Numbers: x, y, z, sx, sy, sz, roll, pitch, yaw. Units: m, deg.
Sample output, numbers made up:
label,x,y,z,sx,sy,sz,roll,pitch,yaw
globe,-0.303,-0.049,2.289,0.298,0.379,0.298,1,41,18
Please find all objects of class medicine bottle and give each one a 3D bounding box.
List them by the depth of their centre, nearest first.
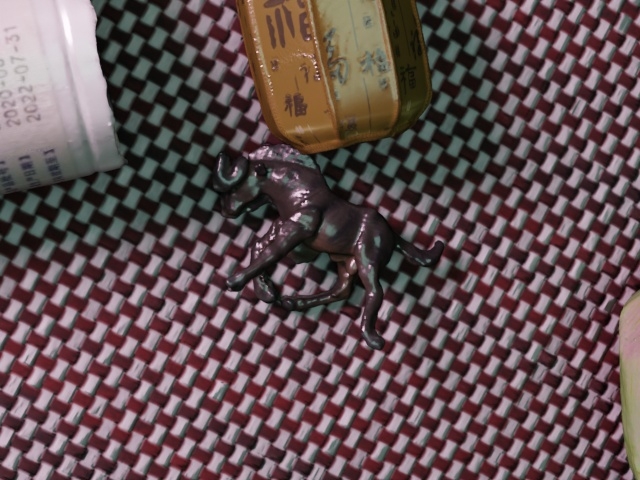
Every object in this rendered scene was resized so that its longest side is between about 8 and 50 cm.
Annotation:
label,x,y,z,sx,sy,sz,roll,pitch,yaw
medicine bottle,-0.339,-0.117,0.967,0.332,0.190,0.189,-12,98,-9

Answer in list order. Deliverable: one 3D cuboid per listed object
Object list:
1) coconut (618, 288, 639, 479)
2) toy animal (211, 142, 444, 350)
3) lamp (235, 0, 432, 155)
label,x,y,z,sx,sy,sz,roll,pitch,yaw
coconut,0.431,0.122,1.102,0.329,0.281,0.328,3,97,27
toy animal,0.000,0.000,1.100,0.233,0.084,0.148,22,90,-9
lamp,0.011,-0.176,1.050,0.161,0.161,0.185,-17,101,-9
